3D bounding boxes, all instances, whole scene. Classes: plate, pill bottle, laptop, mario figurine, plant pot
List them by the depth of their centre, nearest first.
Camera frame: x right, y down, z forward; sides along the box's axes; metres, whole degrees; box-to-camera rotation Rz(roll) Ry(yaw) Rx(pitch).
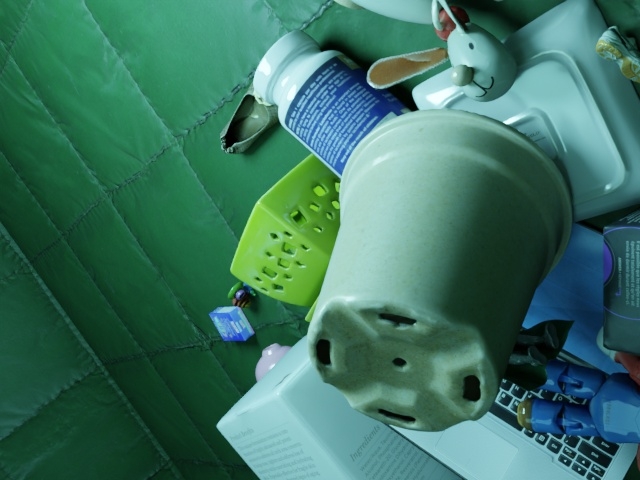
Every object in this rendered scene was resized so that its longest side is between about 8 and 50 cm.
[{"bbox_3d":[0.136,0.053,0.813,0.333,0.305,0.334,13,132,15],"label":"plant pot"},{"bbox_3d":[0.443,0.231,0.856,0.320,0.170,0.198,7,133,41],"label":"mario figurine"},{"bbox_3d":[0.284,-0.136,0.860,0.277,0.045,0.278,-22,102,42],"label":"plate"},{"bbox_3d":[0.324,0.196,0.981,0.381,0.408,0.236,30,172,26],"label":"laptop"},{"bbox_3d":[0.029,-0.202,1.011,0.264,0.153,0.153,43,142,10],"label":"pill bottle"},{"bbox_3d":[0.000,0.000,1.157,0.207,0.227,0.228,39,141,7],"label":"plant pot"}]

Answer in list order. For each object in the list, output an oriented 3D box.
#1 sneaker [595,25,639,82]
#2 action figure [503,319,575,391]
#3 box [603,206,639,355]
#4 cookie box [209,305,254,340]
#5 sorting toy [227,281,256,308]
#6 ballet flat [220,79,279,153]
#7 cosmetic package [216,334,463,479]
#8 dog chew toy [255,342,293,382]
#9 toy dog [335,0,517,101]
[{"bbox_3d":[0.366,-0.220,0.751,0.083,0.037,0.032,34,167,-14],"label":"sneaker"},{"bbox_3d":[0.241,0.158,0.942,0.064,0.137,0.232,57,149,-11],"label":"action figure"},{"bbox_3d":[0.486,0.053,0.733,0.270,0.143,0.165,6,107,43],"label":"box"},{"bbox_3d":[-0.241,0.226,1.732,0.107,0.040,0.092,-9,113,49],"label":"cookie box"},{"bbox_3d":[-0.193,0.140,1.596,0.042,0.061,0.102,38,164,16],"label":"sorting toy"},{"bbox_3d":[-0.138,-0.235,1.232,0.084,0.058,0.250,52,143,-2],"label":"ballet flat"},{"bbox_3d":[0.068,0.396,1.321,0.394,0.327,0.329,50,142,0],"label":"cosmetic package"},{"bbox_3d":[-0.050,0.409,1.571,0.206,0.206,0.332,-22,95,52],"label":"dog chew toy"},{"bbox_3d":[0.096,-0.310,0.808,0.333,0.160,0.220,39,137,35],"label":"toy dog"}]
